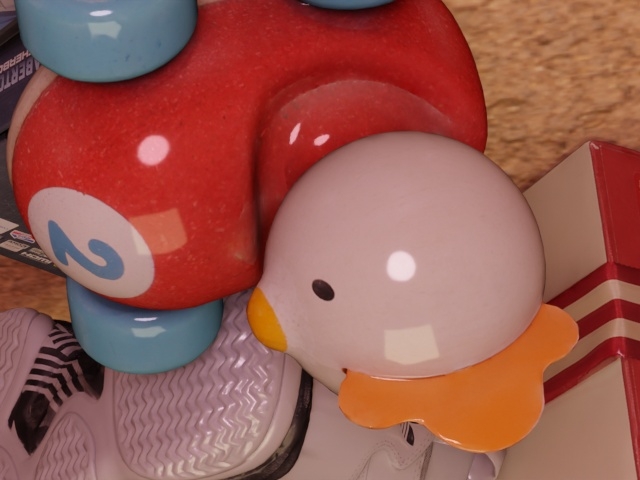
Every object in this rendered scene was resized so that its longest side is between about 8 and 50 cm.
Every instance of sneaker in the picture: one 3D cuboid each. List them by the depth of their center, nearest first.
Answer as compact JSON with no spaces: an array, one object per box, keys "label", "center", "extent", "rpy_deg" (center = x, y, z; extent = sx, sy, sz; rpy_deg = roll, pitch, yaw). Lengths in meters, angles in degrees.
[{"label":"sneaker","center":[-0.072,0.120,1.073],"extent":[0.210,0.137,0.366],"rpy_deg":[22,155,-34]}]

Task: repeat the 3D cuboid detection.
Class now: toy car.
[{"label":"toy car","center":[0.000,0.000,0.774],"extent":[0.210,0.238,0.219],"rpy_deg":[-19,138,-16]}]

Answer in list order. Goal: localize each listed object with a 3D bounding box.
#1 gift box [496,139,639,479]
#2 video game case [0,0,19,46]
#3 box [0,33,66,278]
[{"label":"gift box","center":[0.194,0.127,1.117],"extent":[0.276,0.255,0.258],"rpy_deg":[19,144,-26]},{"label":"video game case","center":[-0.248,-0.112,0.780],"extent":[0.275,0.035,0.248],"rpy_deg":[8,153,-44]},{"label":"box","center":[-0.081,-0.036,0.974],"extent":[0.183,0.059,0.233],"rpy_deg":[-25,147,36]}]
